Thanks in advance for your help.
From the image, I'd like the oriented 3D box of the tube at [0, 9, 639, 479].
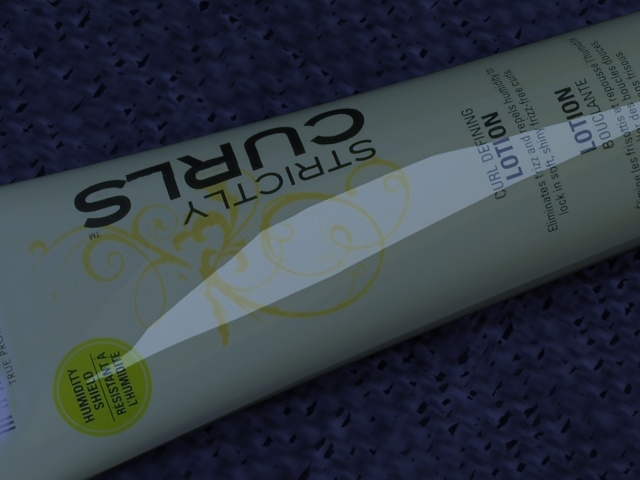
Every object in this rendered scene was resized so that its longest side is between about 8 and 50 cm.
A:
[{"bbox_3d":[0.000,0.000,0.449,0.240,0.062,0.070,-18,34,-7],"label":"tube"}]
